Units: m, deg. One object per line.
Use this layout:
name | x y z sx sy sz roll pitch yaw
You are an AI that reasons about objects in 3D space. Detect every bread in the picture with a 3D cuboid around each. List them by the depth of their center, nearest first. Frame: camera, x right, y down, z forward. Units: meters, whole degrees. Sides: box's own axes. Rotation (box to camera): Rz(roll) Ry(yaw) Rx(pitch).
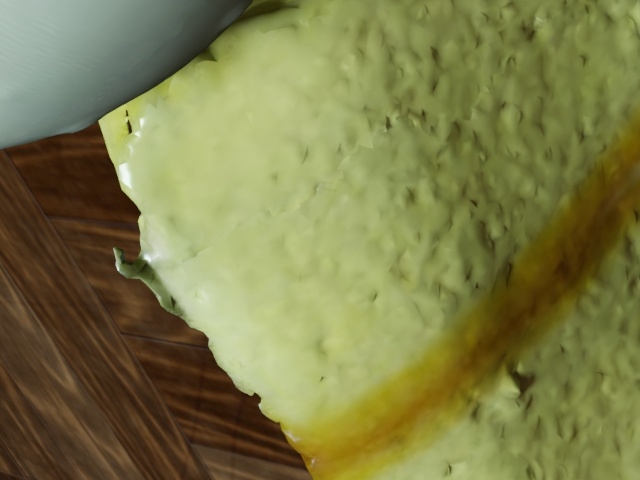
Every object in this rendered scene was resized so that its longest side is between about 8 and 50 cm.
bread | 0.000 0.000 0.648 0.236 0.198 0.263 11 137 54

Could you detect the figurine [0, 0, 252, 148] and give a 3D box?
figurine | -0.175 -0.144 0.386 0.394 0.274 0.227 33 149 -31
